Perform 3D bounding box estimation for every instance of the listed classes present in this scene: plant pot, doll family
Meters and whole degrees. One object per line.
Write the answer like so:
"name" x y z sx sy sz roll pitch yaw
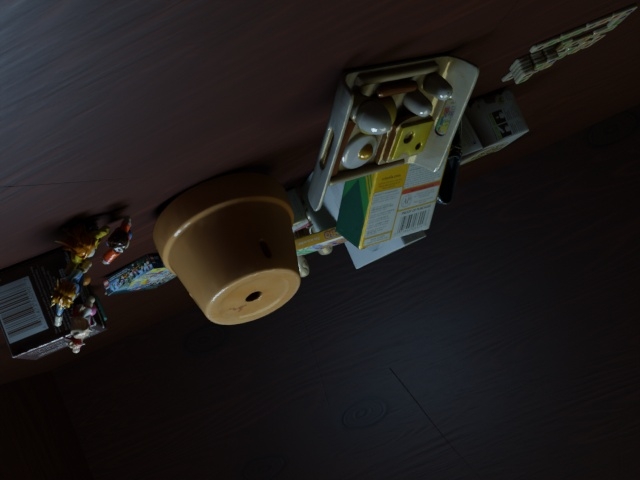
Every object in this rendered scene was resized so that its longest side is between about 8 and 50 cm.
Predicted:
"plant pot" -0.166 0.032 1.513 0.290 0.203 0.291 -21 152 -12
"doll family" -0.432 0.062 1.349 0.118 0.263 0.163 23 177 -14

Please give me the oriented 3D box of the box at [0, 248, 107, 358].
"box" -0.551 0.133 1.528 0.167 0.169 0.203 -23 175 -12

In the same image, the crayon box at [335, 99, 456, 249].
"crayon box" 0.154 -0.158 1.455 0.203 0.083 0.323 -16 130 -37

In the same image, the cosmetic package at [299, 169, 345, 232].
"cosmetic package" 0.097 -0.132 1.760 0.196 0.155 0.365 -21 175 -19

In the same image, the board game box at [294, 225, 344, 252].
"board game box" 0.000 0.000 1.778 0.259 0.039 0.124 -20 173 -1

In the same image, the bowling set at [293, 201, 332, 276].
"bowling set" -0.052 -0.039 2.136 0.199 0.154 0.287 9 -139 42

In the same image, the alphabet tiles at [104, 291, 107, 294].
"alphabet tiles" -0.528 0.106 2.209 0.237 0.009 0.198 -29 173 42

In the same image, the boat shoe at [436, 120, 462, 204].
"boat shoe" 0.275 -0.187 1.644 0.080 0.229 0.076 1 -161 -24

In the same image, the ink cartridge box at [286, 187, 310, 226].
"ink cartridge box" -0.144 -0.044 1.937 0.217 0.092 0.158 -21 175 1

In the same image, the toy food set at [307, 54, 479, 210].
"toy food set" 0.123 -0.175 1.241 0.306 0.092 0.220 -18 139 -37

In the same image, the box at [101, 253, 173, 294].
"box" -0.461 0.087 2.054 0.159 0.044 0.233 -28 172 18

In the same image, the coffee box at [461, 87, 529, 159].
"coffee box" 0.318 -0.242 1.801 0.297 0.119 0.168 -22 175 -16

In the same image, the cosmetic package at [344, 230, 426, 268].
"cosmetic package" 0.181 -0.061 2.425 0.224 0.225 0.138 -28 175 42

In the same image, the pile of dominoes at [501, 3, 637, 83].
"pile of dominoes" 0.519 -0.396 1.582 0.251 0.040 0.196 -23 174 -4

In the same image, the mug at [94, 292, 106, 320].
"mug" -0.665 0.196 2.038 0.157 0.097 0.129 -26 174 34
